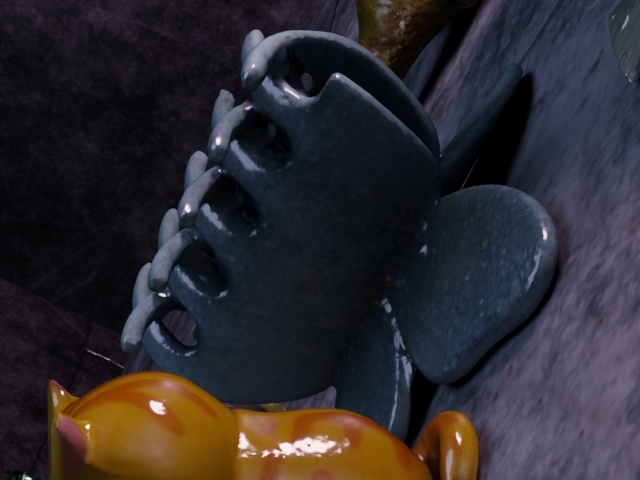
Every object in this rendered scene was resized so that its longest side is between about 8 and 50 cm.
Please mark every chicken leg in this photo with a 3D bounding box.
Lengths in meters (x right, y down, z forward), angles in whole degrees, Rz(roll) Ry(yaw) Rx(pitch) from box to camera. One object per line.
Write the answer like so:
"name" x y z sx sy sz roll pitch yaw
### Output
"chicken leg" 0.087 -0.261 1.676 0.361 0.140 0.211 -58 18 12

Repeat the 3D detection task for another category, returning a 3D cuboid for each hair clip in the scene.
"hair clip" 0.000 0.000 1.159 0.392 0.238 0.318 -83 19 -62

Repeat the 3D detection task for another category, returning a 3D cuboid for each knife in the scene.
"knife" 0.216 -0.125 0.969 0.298 0.017 0.047 -88 20 -68

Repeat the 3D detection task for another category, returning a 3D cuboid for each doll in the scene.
"doll" -0.050 0.175 0.948 0.167 0.270 0.162 160 118 -74

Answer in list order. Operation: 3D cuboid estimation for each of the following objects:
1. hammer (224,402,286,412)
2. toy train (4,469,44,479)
"hammer" -0.103 0.219 1.468 0.041 0.159 0.226 -56 -1 29
"toy train" -0.199 0.318 1.210 0.120 0.301 0.202 -101 30 -73
